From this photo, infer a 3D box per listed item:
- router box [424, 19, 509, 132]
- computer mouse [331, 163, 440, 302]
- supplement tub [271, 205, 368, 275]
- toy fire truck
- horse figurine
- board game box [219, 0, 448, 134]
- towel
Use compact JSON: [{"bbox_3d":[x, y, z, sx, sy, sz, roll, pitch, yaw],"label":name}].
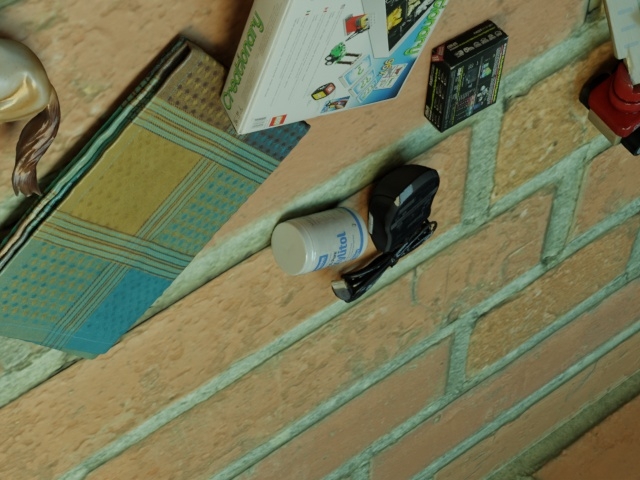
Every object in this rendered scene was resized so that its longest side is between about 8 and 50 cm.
[{"bbox_3d":[0.178,-0.200,1.606,0.092,0.038,0.122,-29,150,-21],"label":"router box"},{"bbox_3d":[0.073,-0.013,1.725,0.184,0.060,0.262,-41,164,-9],"label":"computer mouse"},{"bbox_3d":[0.000,0.000,1.635,0.107,0.071,0.071,-17,143,-40],"label":"supplement tub"},{"bbox_3d":[0.459,-0.266,1.780,0.217,0.158,0.246,-37,162,-7],"label":"toy fire truck"},{"bbox_3d":[-0.298,-0.125,1.094,0.174,0.066,0.263,-40,150,10],"label":"horse figurine"},{"bbox_3d":[0.031,-0.223,1.227,0.193,0.053,0.305,-16,155,-27],"label":"board game box"},{"bbox_3d":[-0.196,-0.030,1.387,0.370,0.040,0.271,-48,153,8],"label":"towel"}]
